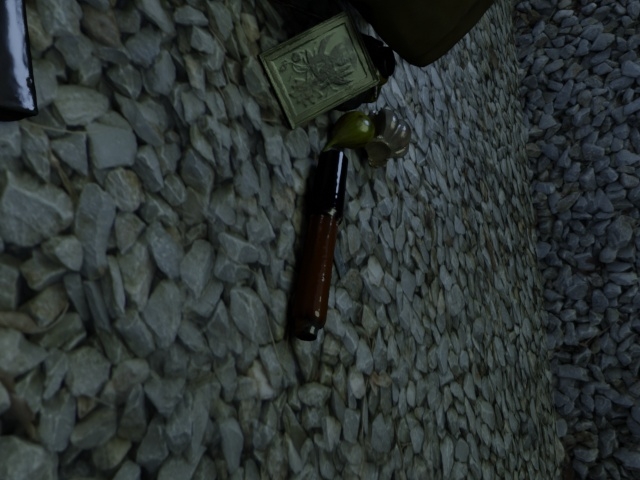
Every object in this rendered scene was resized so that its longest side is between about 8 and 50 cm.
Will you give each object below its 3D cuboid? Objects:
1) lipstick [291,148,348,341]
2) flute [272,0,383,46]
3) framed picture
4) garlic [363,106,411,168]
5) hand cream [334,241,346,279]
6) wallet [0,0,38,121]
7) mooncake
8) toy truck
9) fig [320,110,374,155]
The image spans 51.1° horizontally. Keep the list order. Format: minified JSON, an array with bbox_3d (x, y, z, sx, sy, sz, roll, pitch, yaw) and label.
[{"bbox_3d":[0.000,0.000,1.347,0.077,0.077,0.418,41,48,-45],"label":"lipstick"},{"bbox_3d":[0.011,-0.469,1.425,0.269,0.014,0.014,21,51,-5],"label":"flute"},{"bbox_3d":[0.001,-0.358,1.400,0.231,0.010,0.173,-32,111,-15],"label":"framed picture"},{"bbox_3d":[0.160,-0.273,1.677,0.131,0.127,0.194,54,18,-28],"label":"garlic"},{"bbox_3d":[0.037,0.037,1.450,0.030,0.019,0.093,-47,121,-52],"label":"hand cream"},{"bbox_3d":[-0.447,-0.348,0.759,0.228,0.062,0.406,2,79,-59],"label":"wallet"},{"bbox_3d":[0.157,-0.618,1.491,0.467,0.262,0.467,41,15,-14],"label":"mooncake"},{"bbox_3d":[0.077,-0.375,1.551,0.224,0.147,0.165,-6,98,-62],"label":"toy truck"},{"bbox_3d":[0.054,-0.248,1.519,0.166,0.093,0.093,-18,95,-46],"label":"fig"}]
